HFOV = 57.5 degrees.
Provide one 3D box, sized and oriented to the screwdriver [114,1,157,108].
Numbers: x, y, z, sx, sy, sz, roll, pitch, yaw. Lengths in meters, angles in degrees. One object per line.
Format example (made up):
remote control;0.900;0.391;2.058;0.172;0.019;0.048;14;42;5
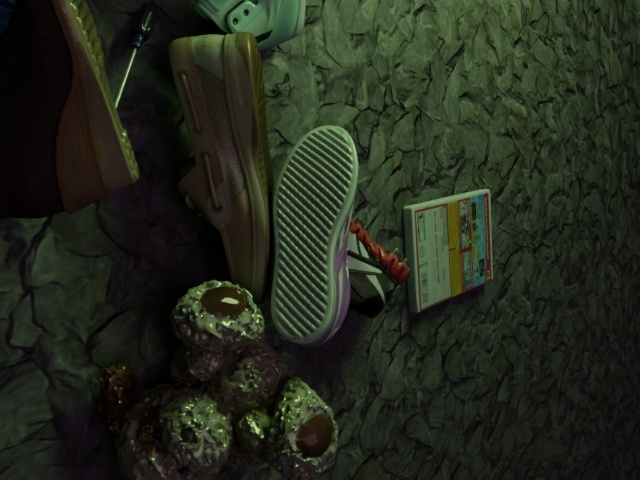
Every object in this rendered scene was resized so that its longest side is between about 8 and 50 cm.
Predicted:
screwdriver;-0.211;-0.206;0.649;0.025;0.024;0.170;61;31;-50

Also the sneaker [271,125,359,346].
sneaker;-0.001;0.000;0.782;0.161;0.102;0.282;43;57;-71

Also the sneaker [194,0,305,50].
sneaker;-0.082;-0.333;0.695;0.151;0.094;0.256;-43;153;-33

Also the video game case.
video game case;0.266;0.013;1.183;0.285;0.025;0.204;-14;103;-43

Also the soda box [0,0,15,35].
soda box;-0.276;-0.203;0.571;0.067;0.071;0.210;-18;110;-5

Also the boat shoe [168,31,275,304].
boat shoe;-0.119;-0.080;0.737;0.122;0.110;0.341;-89;176;-72

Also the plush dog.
plush dog;-0.143;0.210;0.715;0.225;0.210;0.262;-35;89;-22

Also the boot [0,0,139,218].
boot;-0.291;-0.129;0.504;0.206;0.090;0.249;-14;114;-7

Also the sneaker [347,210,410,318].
sneaker;0.026;0.031;0.891;0.276;0.097;0.135;38;74;-36
